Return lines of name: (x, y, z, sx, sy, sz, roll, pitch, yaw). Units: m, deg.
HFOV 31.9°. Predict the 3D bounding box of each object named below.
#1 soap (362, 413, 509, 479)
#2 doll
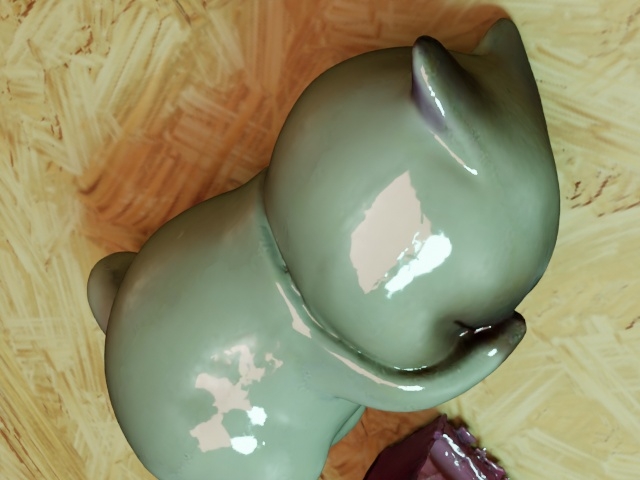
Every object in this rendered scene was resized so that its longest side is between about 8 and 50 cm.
soap: (0.129, 0.270, 0.831, 0.250, 0.162, 0.099, 46, 120, -3)
doll: (0.003, 0.031, 0.743, 0.370, 0.215, 0.226, -34, 82, 31)
